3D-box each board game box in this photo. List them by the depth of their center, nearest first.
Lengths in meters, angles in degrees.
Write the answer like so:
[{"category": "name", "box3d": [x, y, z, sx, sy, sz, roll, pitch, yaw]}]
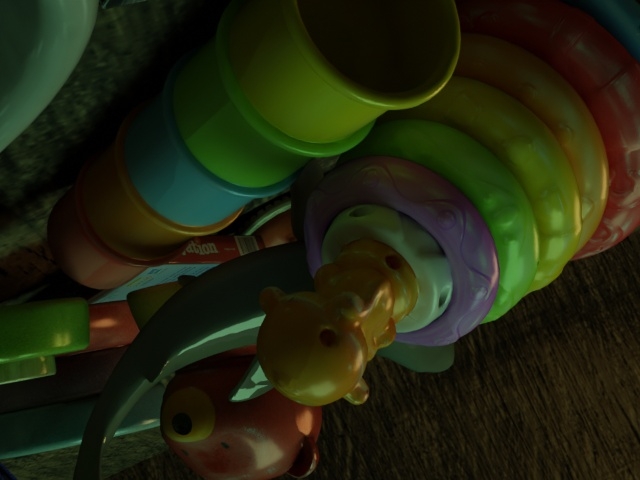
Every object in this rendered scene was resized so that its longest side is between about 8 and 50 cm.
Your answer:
[{"category": "board game box", "box3d": [-0.185, 0.066, 1.300, 0.281, 0.027, 0.145, -31, 160, 33]}]

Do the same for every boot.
[{"category": "boot", "box3d": [0.000, 0.000, 1.298, 0.158, 0.085, 0.059, -26, 173, 17]}]

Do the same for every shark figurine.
[{"category": "shark figurine", "box3d": [-0.029, 0.054, 0.894, 0.278, 0.166, 0.116, -25, -157, -31]}]

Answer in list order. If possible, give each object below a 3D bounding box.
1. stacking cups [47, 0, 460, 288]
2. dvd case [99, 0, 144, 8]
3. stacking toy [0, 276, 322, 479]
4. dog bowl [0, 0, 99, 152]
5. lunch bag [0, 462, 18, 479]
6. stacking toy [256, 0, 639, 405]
[{"category": "stacking cups", "box3d": [-0.056, -0.058, 0.855, 0.096, 0.096, 0.316, -19, 174, -35]}, {"category": "dvd case", "box3d": [0.033, -0.159, 0.652, 0.221, 0.018, 0.164, -17, 163, -36]}, {"category": "stacking toy", "box3d": [-0.167, 0.107, 1.042, 0.279, 0.130, 0.309, -8, 176, -39]}, {"category": "dog bowl", "box3d": [-0.212, -0.046, 0.407, 0.348, 0.102, 0.349, -24, 171, -4]}, {"category": "lunch bag", "box3d": [-0.352, 0.333, 1.283, 0.328, 0.386, 0.239, -32, 164, 35]}, {"category": "stacking toy", "box3d": [0.058, -0.010, 0.835, 0.165, 0.175, 0.302, -38, -174, 46]}]
